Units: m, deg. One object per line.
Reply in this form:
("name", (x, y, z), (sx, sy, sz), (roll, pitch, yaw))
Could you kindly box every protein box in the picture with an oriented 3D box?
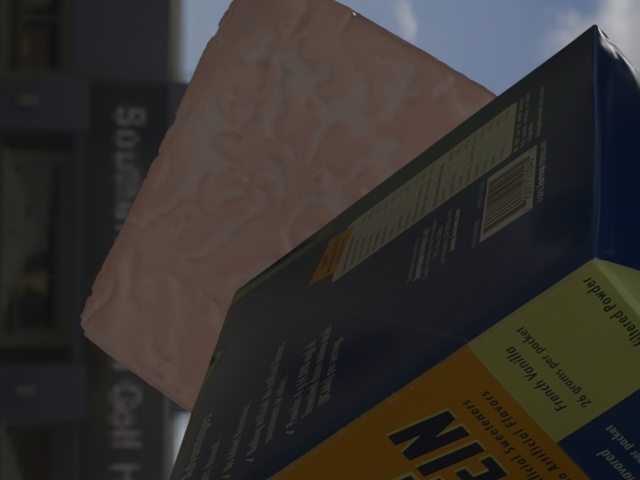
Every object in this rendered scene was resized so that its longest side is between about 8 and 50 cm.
("protein box", (0.065, 0.059, 0.680), (0.201, 0.136, 0.200), (-37, -163, 24))

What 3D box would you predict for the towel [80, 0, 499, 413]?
("towel", (0.000, 0.000, 1.352), (0.053, 0.317, 0.332), (5, 115, -63))
